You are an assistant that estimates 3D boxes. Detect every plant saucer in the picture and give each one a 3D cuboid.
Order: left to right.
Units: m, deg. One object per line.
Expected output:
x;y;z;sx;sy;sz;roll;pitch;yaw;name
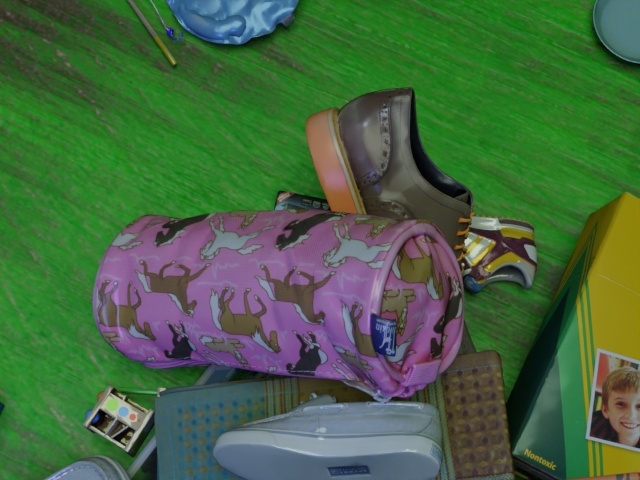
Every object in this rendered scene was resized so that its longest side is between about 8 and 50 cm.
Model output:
0.396;-0.271;1.438;0.119;0.021;0.119;1;74;-3;plant saucer

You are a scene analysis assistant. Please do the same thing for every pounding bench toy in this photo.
-0.212;0.183;1.265;0.065;0.052;0.083;30;75;7;pounding bench toy

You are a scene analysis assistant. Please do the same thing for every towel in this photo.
0.011;0.257;1.151;0.370;0.040;0.271;-9;63;12;towel

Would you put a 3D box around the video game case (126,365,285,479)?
-0.036;0.259;1.228;0.300;0.036;0.329;33;75;20;video game case

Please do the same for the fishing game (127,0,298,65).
-0.105;-0.328;1.429;0.264;0.041;0.189;-39;78;-4;fishing game

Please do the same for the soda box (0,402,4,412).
-0.416;0.254;1.227;0.067;0.071;0.210;22;74;3;soda box

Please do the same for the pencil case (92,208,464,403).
-0.052;0.059;1.171;0.386;0.160;0.167;3;44;35;pencil case

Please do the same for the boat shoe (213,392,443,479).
0.010;0.192;1.127;0.228;0.079;0.081;-3;44;16;boat shoe

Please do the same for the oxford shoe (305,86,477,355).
0.112;0.013;1.234;0.133;0.130;0.363;-22;102;16;oxford shoe

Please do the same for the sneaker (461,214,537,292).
0.157;0.017;1.319;0.186;0.069;0.083;0;68;-1;sneaker

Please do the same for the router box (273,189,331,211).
0.000;0.000;1.334;0.123;0.038;0.092;10;74;1;router box

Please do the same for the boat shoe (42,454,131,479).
-0.327;0.340;1.173;0.320;0.103;0.118;-38;69;-5;boat shoe

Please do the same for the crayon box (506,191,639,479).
0.407;0.173;1.240;0.363;0.106;0.313;28;75;-3;crayon box
